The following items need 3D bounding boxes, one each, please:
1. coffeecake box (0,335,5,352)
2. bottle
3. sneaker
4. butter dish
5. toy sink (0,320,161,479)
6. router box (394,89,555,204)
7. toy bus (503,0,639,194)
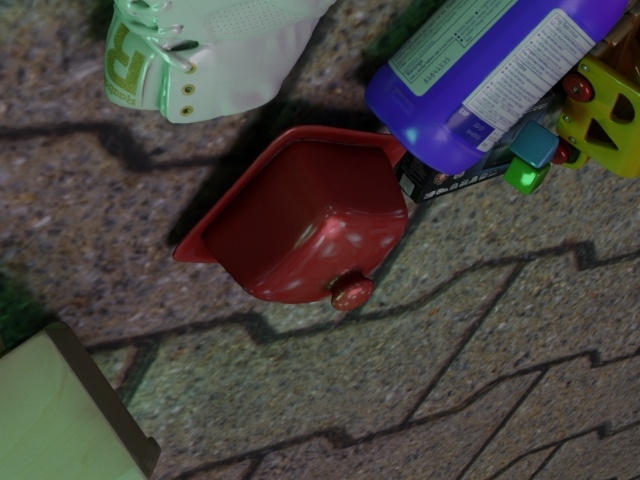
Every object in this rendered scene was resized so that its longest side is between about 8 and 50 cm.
[{"bbox_3d":[-0.280,0.030,0.819,0.142,0.068,0.185,-27,151,-16],"label":"coffeecake box"},{"bbox_3d":[0.161,-0.173,1.013,0.283,0.092,0.118,-45,158,14],"label":"bottle"},{"bbox_3d":[-0.090,-0.135,0.753,0.292,0.108,0.169,-3,134,-50],"label":"sneaker"},{"bbox_3d":[0.000,0.000,1.047,0.160,0.118,0.160,2,139,-51],"label":"butter dish"},{"bbox_3d":[-0.213,0.149,0.983,0.153,0.131,0.234,-35,179,-4],"label":"toy sink"},{"bbox_3d":[0.129,-0.088,1.167,0.122,0.038,0.092,-20,148,-31],"label":"router box"},{"bbox_3d":[0.264,-0.106,1.181,0.191,0.104,0.202,-58,162,21],"label":"toy bus"}]
